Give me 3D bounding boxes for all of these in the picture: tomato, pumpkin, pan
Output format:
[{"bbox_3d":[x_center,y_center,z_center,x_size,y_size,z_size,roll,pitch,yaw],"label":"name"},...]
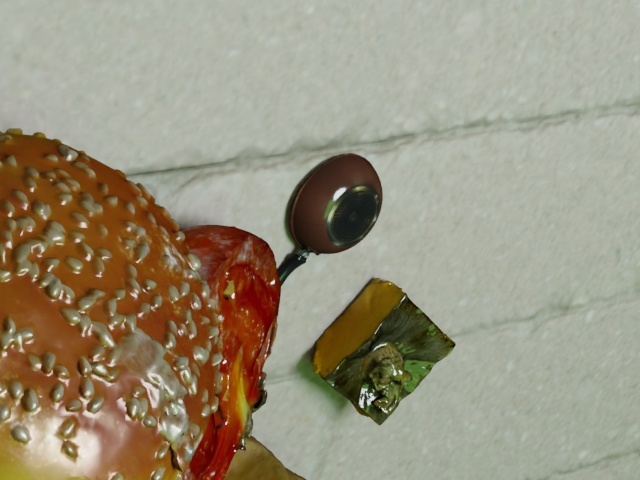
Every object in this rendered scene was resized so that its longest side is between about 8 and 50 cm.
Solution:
[{"bbox_3d":[-0.088,0.064,1.109,0.139,0.091,0.159,74,35,-51],"label":"tomato"},{"bbox_3d":[0.040,0.075,1.259,0.083,0.054,0.074,-46,136,4],"label":"pumpkin"},{"bbox_3d":[0.000,0.001,1.186,0.068,0.023,0.115,26,101,-50],"label":"pan"}]

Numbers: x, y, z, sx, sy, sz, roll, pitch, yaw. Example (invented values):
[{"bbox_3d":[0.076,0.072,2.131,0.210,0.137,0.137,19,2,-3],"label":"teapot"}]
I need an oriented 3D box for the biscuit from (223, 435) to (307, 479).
[{"bbox_3d":[-0.102,0.252,1.233,0.269,0.051,0.376,-53,151,-9],"label":"biscuit"}]

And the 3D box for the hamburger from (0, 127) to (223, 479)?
[{"bbox_3d":[-0.156,0.048,0.936,0.237,0.237,0.147,-15,153,-34],"label":"hamburger"}]
